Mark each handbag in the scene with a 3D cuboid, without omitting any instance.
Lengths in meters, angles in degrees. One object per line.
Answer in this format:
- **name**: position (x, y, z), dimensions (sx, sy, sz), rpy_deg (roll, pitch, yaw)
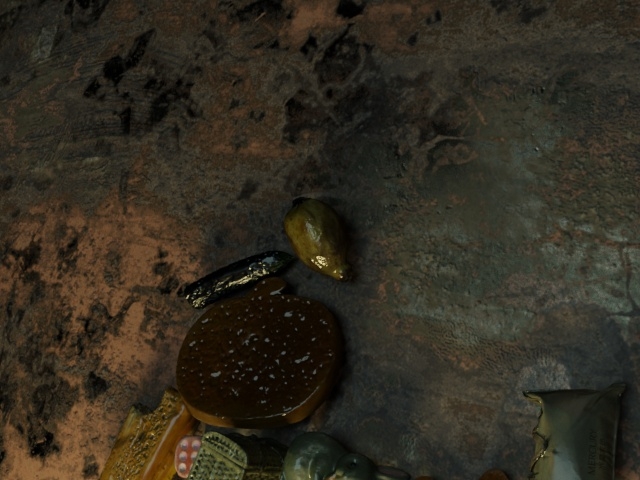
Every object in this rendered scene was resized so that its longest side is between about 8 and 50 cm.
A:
- **handbag**: position (0.420, 0.367, 1.421), dimensions (0.183, 0.117, 0.270), rpy_deg (-5, 61, 34)

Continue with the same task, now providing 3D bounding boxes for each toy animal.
- **toy animal**: position (0.048, 0.455, 1.648), dimensions (0.251, 0.125, 0.127), rpy_deg (0, 104, 27)

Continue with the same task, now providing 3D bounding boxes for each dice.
- **dice**: position (-0.261, 0.481, 1.853), dimensions (0.094, 0.091, 0.093), rpy_deg (-9, 70, 32)

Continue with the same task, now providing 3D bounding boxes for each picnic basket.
- **picnic basket**: position (-0.155, 0.477, 1.721), dimensions (0.134, 0.196, 0.154), rpy_deg (22, 87, 37)

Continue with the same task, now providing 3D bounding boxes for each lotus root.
- **lotus root**: position (0.000, 0.000, 1.809), dimensions (0.138, 0.138, 0.214), rpy_deg (-40, 65, 17)

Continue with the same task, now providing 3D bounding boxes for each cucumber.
- **cucumber**: position (-0.190, 0.082, 1.950), dimensions (0.300, 0.072, 0.072), rpy_deg (-25, 63, 24)

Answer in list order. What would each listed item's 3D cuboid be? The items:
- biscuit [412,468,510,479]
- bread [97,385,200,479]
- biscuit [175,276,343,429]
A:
- **biscuit**: position (0.204, 0.518, 1.516), dimensions (0.324, 0.049, 0.205), rpy_deg (-19, 33, 18)
- **bread**: position (-0.408, 0.507, 1.936), dimensions (0.185, 0.109, 0.380), rpy_deg (23, 87, 41)
- **biscuit**: position (-0.131, 0.246, 1.838), dimensions (0.394, 0.070, 0.350), rpy_deg (2, 62, 29)
